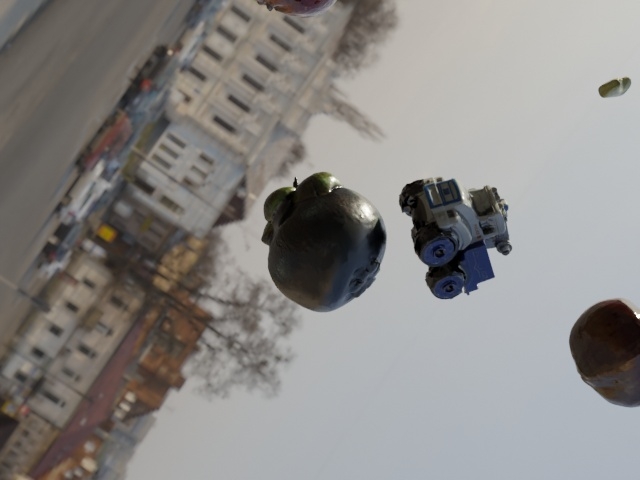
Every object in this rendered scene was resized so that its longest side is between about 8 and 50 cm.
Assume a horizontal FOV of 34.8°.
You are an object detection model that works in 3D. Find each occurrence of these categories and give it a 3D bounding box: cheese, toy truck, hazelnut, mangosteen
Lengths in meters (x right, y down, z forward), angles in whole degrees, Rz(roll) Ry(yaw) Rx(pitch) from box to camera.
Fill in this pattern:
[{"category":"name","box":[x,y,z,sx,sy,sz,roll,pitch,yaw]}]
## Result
[{"category":"cheese","box":[0.532,-0.277,1.836,0.083,0.030,0.044,-15,165,-48]},{"category":"toy truck","box":[0.243,-0.015,1.758,0.176,0.213,0.161,-18,-135,6]},{"category":"hazelnut","box":[0.679,0.257,2.292,0.217,0.252,0.217,-36,-174,4]},{"category":"mangosteen","box":[0.000,0.000,1.749,0.243,0.243,0.243,-53,-172,11]}]

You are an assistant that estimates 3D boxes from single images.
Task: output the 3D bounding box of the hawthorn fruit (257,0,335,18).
[{"category":"hawthorn fruit","box":[-0.052,-0.562,1.916,0.242,0.241,0.272,-93,-157,-77]}]
